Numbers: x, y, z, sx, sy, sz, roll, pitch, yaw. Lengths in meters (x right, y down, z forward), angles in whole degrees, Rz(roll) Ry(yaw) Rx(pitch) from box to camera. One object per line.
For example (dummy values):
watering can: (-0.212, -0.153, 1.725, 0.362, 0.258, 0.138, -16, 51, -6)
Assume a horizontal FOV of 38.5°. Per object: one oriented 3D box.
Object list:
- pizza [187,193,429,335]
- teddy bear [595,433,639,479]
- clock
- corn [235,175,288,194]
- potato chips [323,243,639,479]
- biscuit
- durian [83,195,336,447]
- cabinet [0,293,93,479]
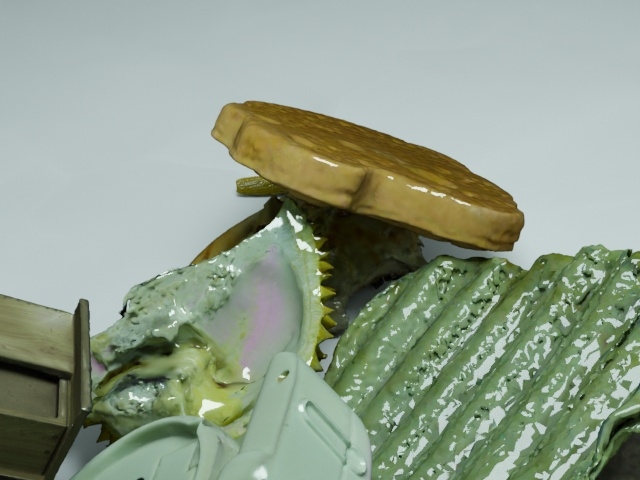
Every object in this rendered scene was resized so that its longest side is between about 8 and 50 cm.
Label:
pizza: (0.000, 0.000, 1.043, 0.324, 0.089, 0.223, -31, 40, -29)
teddy bear: (0.215, 0.174, 0.712, 0.236, 0.151, 0.267, -18, 22, 24)
clock: (-0.123, 0.234, 0.626, 0.324, 0.108, 0.265, -30, 23, 26)
corn: (-0.069, -0.073, 1.196, 0.083, 0.028, 0.027, -2, 15, 6)
potato chips: (0.084, 0.146, 0.692, 0.429, 0.070, 0.358, -47, 20, -21)
biscuit: (0.047, -0.071, 0.949, 0.312, 0.057, 0.351, 11, 16, -24)
durian: (-0.114, 0.104, 0.846, 0.306, 0.166, 0.172, -23, 33, 2)
cabinet: (-0.303, 0.141, 0.731, 0.175, 0.215, 0.148, 18, 28, -25)
